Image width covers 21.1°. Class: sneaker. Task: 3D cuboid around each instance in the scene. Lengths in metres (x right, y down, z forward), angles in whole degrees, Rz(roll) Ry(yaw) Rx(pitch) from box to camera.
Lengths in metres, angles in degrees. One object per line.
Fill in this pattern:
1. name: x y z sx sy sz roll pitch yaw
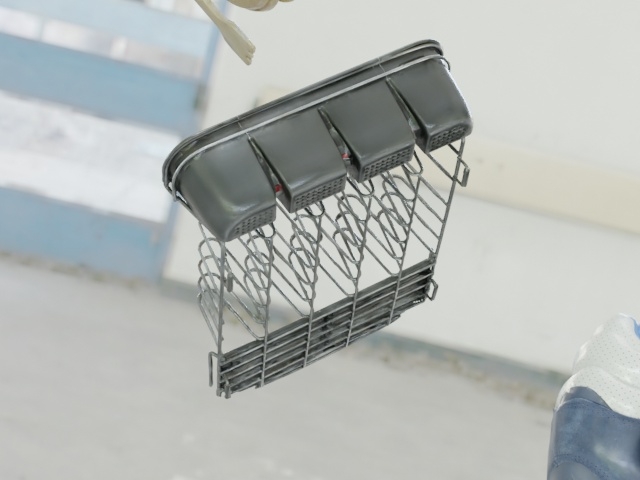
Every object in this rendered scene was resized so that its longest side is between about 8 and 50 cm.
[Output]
1. sneaker: 0.302 0.168 1.286 0.323 0.236 0.130 17 -10 -35

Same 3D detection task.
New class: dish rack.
1. dish rack: 0.000 0.000 1.182 0.208 0.271 0.074 -23 62 -18

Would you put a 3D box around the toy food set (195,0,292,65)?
1. toy food set: -0.060 -0.225 1.274 0.132 0.038 0.192 51 -23 10
